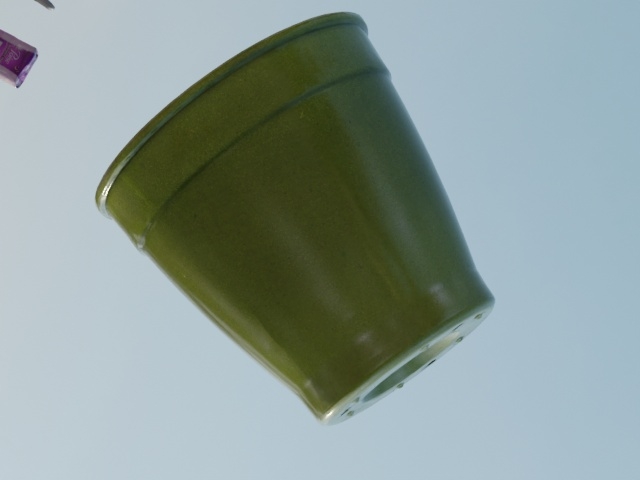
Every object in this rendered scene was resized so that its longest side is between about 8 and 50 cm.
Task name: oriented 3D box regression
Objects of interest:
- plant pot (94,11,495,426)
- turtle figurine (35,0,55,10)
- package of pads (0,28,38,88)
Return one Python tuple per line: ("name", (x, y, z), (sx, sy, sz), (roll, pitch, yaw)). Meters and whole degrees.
("plant pot", (0.000, 0.000, 1.949), (0.366, 0.353, 0.366), (-34, 168, -8))
("turtle figurine", (-0.388, -0.192, 1.543), (0.198, 0.266, 0.275), (-59, -155, 20))
("package of pads", (-0.367, -0.213, 2.003), (0.050, 0.083, 0.032), (-61, 178, -11))
